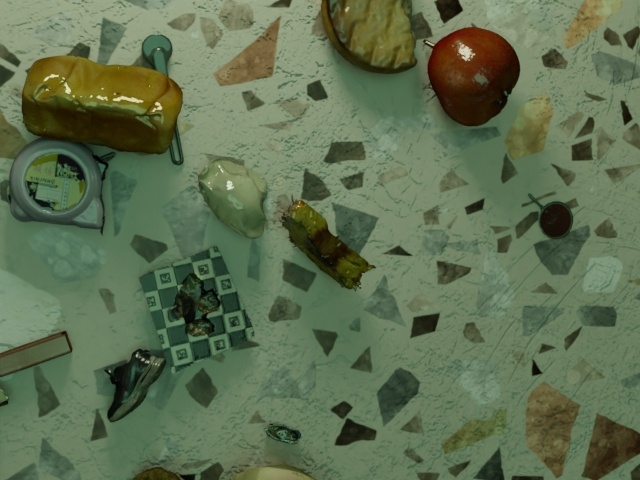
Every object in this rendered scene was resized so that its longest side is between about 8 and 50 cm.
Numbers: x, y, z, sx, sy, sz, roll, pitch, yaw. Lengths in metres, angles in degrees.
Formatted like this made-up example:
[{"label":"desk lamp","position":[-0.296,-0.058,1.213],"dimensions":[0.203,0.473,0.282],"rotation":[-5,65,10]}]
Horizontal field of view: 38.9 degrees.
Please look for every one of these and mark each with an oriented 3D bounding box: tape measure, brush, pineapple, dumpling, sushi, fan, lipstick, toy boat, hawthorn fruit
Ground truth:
[{"label":"tape measure","position":[-0.506,-0.115,1.771],"dimensions":[0.196,0.105,0.178],"rotation":[12,97,-11]},{"label":"brush","position":[-0.314,-0.285,1.842],"dimensions":[0.062,0.027,0.266],"rotation":[-11,99,-11]},{"label":"pineapple","position":[-0.001,0.001,1.872],"dimensions":[0.079,0.135,0.233],"rotation":[-47,110,-15]},{"label":"dumpling","position":[-0.162,-0.093,1.856],"dimensions":[0.169,0.100,0.134],"rotation":[37,48,10]},{"label":"sushi","position":[-0.259,0.139,1.865],"dimensions":[0.192,0.040,0.210],"rotation":[-22,95,-17]},{"label":"fan","position":[0.513,-0.061,2.037],"dimensions":[0.133,0.005,0.085],"rotation":[40,85,-12]},{"label":"lipstick","position":[-0.570,0.224,1.798],"dimensions":[0.145,0.045,0.045],"rotation":[-19,99,-12]},{"label":"toy boat","position":[-0.082,0.409,1.917],"dimensions":[0.083,0.038,0.038],"rotation":[17,89,-13]},{"label":"hawthorn fruit","position":[0.305,-0.361,1.905],"dimensions":[0.225,0.196,0.196],"rotation":[40,84,14]}]

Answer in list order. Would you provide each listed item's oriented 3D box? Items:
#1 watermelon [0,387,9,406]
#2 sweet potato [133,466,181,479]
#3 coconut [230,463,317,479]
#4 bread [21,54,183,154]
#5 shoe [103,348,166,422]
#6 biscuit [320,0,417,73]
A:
[{"label":"watermelon","position":[-0.709,0.336,1.728],"dimensions":[0.207,0.202,0.136],"rotation":[7,130,-10]},{"label":"sweet potato","position":[-0.263,0.632,1.836],"dimensions":[0.157,0.158,0.370],"rotation":[-30,109,-9]},{"label":"coconut","position":[-0.077,0.564,1.831],"dimensions":[0.259,0.259,0.259],"rotation":[-1,93,-12]},{"label":"bread","position":[-0.416,-0.264,1.741],"dimensions":[0.294,0.167,0.132],"rotation":[12,130,-8]},{"label":"shoe","position":[-0.394,0.283,1.832],"dimensions":[0.099,0.071,0.169],"rotation":[37,95,4]},{"label":"biscuit","position":[0.103,-0.486,1.884],"dimensions":[0.213,0.091,0.274],"rotation":[1,94,-15]}]
